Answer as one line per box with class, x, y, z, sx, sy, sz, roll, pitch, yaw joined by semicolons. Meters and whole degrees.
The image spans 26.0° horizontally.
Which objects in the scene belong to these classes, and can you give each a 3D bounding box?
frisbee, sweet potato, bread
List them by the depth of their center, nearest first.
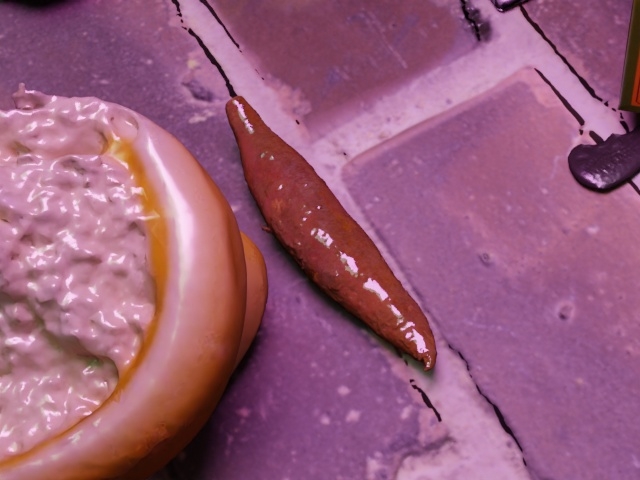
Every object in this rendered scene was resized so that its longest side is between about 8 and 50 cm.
bread;-0.262;0.051;1.087;0.424;0.245;0.329;-15;97;6
sweet potato;0.000;0.000;1.183;0.072;0.066;0.314;-35;61;-2
frisbee;0.320;-0.120;1.216;0.211;0.012;0.187;-5;58;9

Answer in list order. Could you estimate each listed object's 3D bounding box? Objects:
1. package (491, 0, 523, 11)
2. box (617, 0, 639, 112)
package;0.212;-0.318;1.351;0.171;0.027;0.173;-26;57;0
box;0.363;-0.197;1.163;0.195;0.148;0.177;10;53;13
